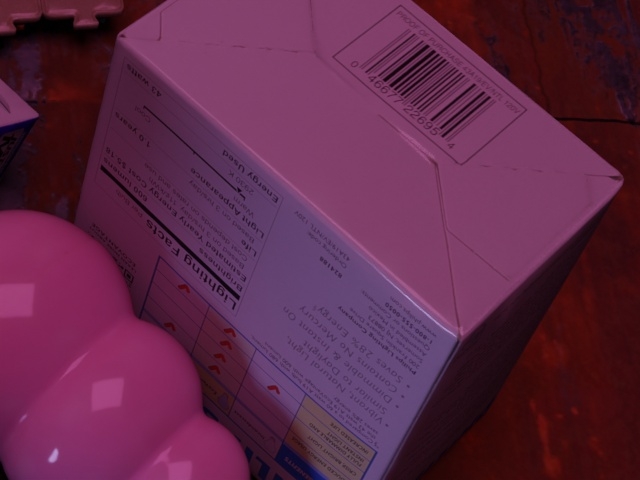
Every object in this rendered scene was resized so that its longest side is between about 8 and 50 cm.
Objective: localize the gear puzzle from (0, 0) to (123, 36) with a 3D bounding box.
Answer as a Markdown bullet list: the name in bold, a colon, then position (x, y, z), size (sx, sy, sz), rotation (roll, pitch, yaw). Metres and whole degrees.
- **gear puzzle**: position (-0.364, -0.255, 1.892), size (0.338, 0.044, 0.175), rotation (-6, 61, -15)

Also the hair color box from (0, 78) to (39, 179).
- **hair color box**: position (-0.413, -0.099, 1.644), size (0.185, 0.110, 0.339), rotation (42, 29, 13)

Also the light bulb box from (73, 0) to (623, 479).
- **light bulb box**: position (0.000, 0.000, 1.621), size (0.358, 0.361, 0.225), rotation (42, 56, 14)

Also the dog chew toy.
- **dog chew toy**: position (-0.192, 0.132, 1.593), size (0.332, 0.206, 0.206), rotation (44, 57, 5)
